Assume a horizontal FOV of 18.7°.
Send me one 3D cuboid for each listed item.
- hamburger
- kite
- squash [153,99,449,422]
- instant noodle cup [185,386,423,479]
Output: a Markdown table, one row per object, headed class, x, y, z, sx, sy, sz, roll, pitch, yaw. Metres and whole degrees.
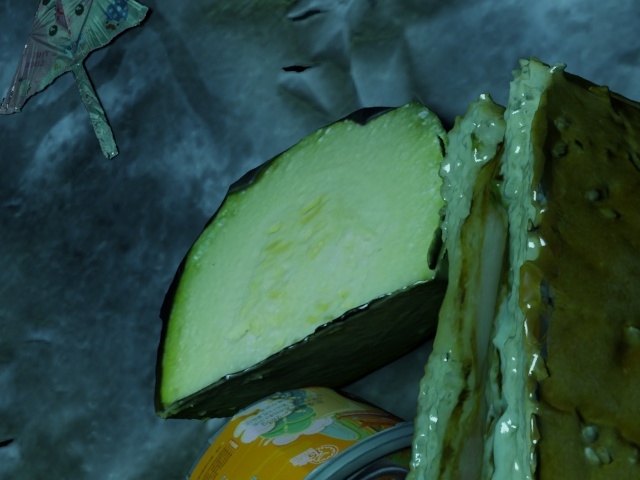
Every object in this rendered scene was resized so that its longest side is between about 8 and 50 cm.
| class | x | y | z | sx | sy | sz | roll | pitch | yaw |
| --- | --- | --- | --- | --- | --- | --- | --- | --- | --- |
| hamburger | 0.147 | 0.079 | 0.825 | 0.132 | 0.211 | 0.309 | 142 | 138 | -61 |
| kite | -0.157 | -0.110 | 1.231 | 0.137 | 0.005 | 0.153 | -30 | 59 | 29 |
| squash | 0.014 | 0.018 | 1.028 | 0.192 | 0.085 | 0.184 | -26 | 32 | 25 |
| instant noodle cup | 0.010 | 0.147 | 0.927 | 0.208 | 0.178 | 0.125 | -36 | 32 | -15 |
